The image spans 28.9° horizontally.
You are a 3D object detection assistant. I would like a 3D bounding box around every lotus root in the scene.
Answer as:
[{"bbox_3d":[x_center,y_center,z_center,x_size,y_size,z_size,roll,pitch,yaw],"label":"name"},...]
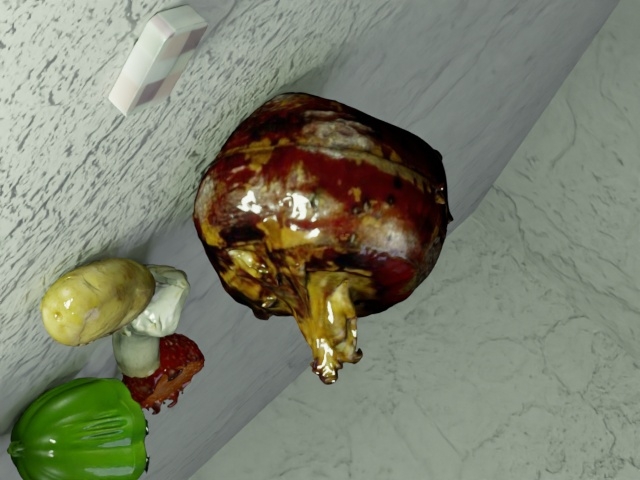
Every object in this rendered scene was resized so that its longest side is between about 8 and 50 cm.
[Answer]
[{"bbox_3d":[-0.349,0.273,1.666,0.186,0.186,0.186,-44,170,-10],"label":"lotus root"}]

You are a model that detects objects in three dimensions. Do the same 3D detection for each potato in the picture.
[{"bbox_3d":[-0.252,0.066,1.414,0.107,0.080,0.170,-59,168,23],"label":"potato"}]

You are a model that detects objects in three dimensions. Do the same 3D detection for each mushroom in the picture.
[{"bbox_3d":[-0.229,0.102,1.623,0.099,0.096,0.278,-41,172,-28],"label":"mushroom"}]

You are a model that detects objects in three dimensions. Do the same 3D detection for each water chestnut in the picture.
[{"bbox_3d":[0.000,0.000,1.510,0.335,0.335,0.347,102,-2,-72],"label":"water chestnut"}]

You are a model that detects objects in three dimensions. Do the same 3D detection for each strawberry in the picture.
[{"bbox_3d":[-0.251,0.204,1.949,0.145,0.086,0.145,-46,169,-12],"label":"strawberry"}]

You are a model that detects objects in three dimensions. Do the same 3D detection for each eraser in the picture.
[{"bbox_3d":[-0.146,-0.161,1.113,0.065,0.026,0.105,-28,160,-52],"label":"eraser"}]

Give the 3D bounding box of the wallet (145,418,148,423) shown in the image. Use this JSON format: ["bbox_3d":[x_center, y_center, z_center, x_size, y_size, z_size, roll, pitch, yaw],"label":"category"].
[{"bbox_3d":[-0.429,0.418,2.234,0.285,0.030,0.146,-47,167,-2],"label":"wallet"}]
